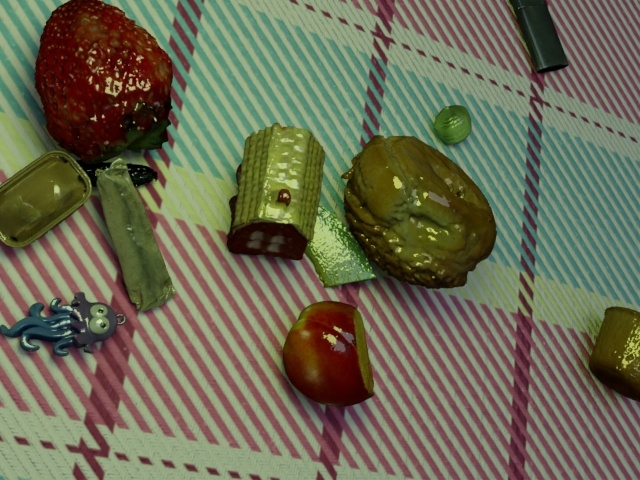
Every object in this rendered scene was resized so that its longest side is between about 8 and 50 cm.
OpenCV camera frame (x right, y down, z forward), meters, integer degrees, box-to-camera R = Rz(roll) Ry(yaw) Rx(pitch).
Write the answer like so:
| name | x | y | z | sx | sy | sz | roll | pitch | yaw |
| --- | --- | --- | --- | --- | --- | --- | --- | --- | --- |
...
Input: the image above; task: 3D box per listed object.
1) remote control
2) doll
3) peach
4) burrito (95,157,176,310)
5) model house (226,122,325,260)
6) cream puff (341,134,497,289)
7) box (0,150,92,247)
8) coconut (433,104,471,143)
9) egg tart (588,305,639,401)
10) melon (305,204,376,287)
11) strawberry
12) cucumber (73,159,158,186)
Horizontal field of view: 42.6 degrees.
| name | x | y | z | sx | sy | sz | roll | pitch | yaw |
| --- | --- | --- | --- | --- | --- | --- | --- | --- | --- |
| remote control | 0.528 | -0.608 | 2.088 | 0.107 | 0.044 | 0.377 | -15 | 83 | -25 |
| doll | -0.432 | 0.145 | 1.387 | 0.206 | 0.067 | 0.110 | -7 | 70 | -17 |
| peach | 0.029 | 0.211 | 1.530 | 0.192 | 0.190 | 0.190 | 25 | 65 | 2 |
| burrito | -0.331 | -0.009 | 1.443 | 0.082 | 0.059 | 0.275 | -29 | 114 | -32 |
| model house | -0.076 | -0.090 | 1.504 | 0.160 | 0.254 | 0.196 | 11 | 72 | -10 |
| cream puff | 0.181 | -0.047 | 1.631 | 0.343 | 0.231 | 0.327 | 14 | 36 | -44 |
| box | -0.475 | -0.070 | 1.380 | 0.177 | 0.111 | 0.111 | -39 | 96 | -10 |
| coconut | 0.299 | -0.266 | 1.857 | 0.088 | 0.088 | 0.096 | -53 | 131 | -27 |
| egg tart | 0.715 | 0.257 | 1.869 | 0.215 | 0.215 | 0.171 | 40 | 79 | -12 |
| melon | 0.000 | -0.001 | 1.666 | 0.114 | 0.053 | 0.262 | -40 | 92 | -11 |
| strawberry | -0.380 | -0.284 | 1.422 | 0.238 | 0.250 | 0.288 | -23 | 90 | -24 |
| cucumber | -0.385 | -0.120 | 1.491 | 0.181 | 0.053 | 0.053 | 0 | 76 | -28 |
